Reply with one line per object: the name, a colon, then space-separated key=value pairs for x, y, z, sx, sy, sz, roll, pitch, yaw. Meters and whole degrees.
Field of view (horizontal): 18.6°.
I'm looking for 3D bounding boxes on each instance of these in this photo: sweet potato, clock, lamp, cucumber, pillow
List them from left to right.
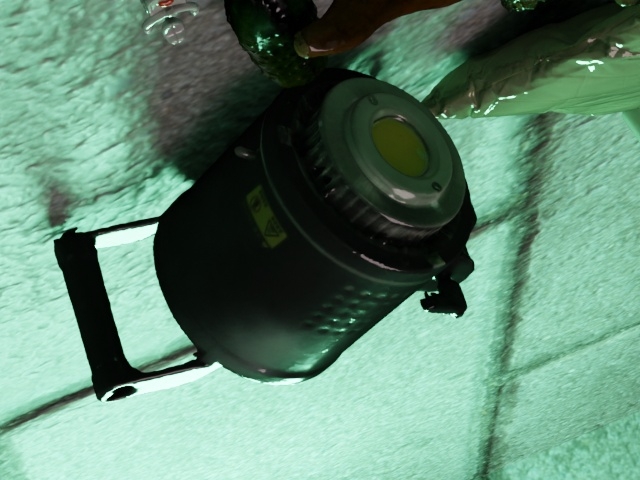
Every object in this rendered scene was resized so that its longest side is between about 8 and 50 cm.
clock: x=-0.114 y=-0.178 z=1.321 sx=0.041 sy=0.087 sz=0.129 roll=-22 pitch=168 yaw=-4
cucumber: x=-0.031 y=-0.161 z=1.490 sx=0.069 sy=0.069 sz=0.227 roll=-25 pitch=165 yaw=2
lamp: x=-0.013 y=-0.015 z=1.678 sx=0.374 sy=0.205 sz=0.272 roll=-9 pitch=153 yaw=-22
sweet potato: x=0.075 y=-0.197 z=1.490 sx=0.264 sy=0.057 sz=0.057 roll=-27 pitch=165 yaw=-33
pillow: x=0.273 y=-0.168 z=1.773 sx=0.274 sy=0.076 sz=0.281 roll=-19 pitch=171 yaw=41

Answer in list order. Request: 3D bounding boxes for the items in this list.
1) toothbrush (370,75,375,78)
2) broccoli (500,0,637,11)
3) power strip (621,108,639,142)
toothbrush: x=0.058 y=-0.113 z=1.780 sx=0.014 sy=0.017 sz=0.162 roll=-19 pitch=161 yaw=3
broccoli: x=0.197 y=-0.239 z=1.459 sx=0.162 sy=0.138 sz=0.146 roll=-50 pitch=180 yaw=-26
power strip: x=0.423 y=-0.124 z=2.071 sx=0.091 sy=0.062 sz=0.385 roll=-36 pitch=162 yaw=25
